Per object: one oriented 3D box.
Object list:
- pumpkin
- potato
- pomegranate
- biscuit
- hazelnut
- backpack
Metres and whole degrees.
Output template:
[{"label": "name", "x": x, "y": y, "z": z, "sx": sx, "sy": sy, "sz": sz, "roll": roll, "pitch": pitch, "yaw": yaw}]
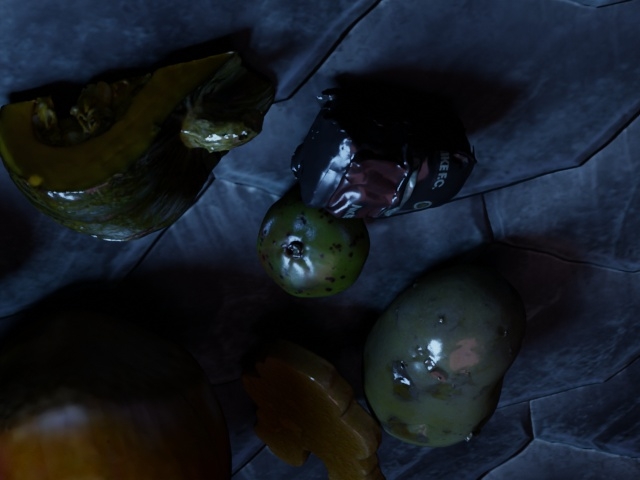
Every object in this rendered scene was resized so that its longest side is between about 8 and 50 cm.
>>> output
[{"label": "pumpkin", "x": -0.156, "y": -0.075, "z": 1.702, "sx": 0.248, "sy": 0.126, "sz": 0.131, "roll": -17, "pitch": 149, "yaw": 5}, {"label": "potato", "x": 0.130, "y": 0.125, "z": 2.087, "sx": 0.165, "sy": 0.165, "sz": 0.262, "roll": -2, "pitch": 139, "yaw": -16}, {"label": "pomegranate", "x": 0.000, "y": 0.000, "z": 1.900, "sx": 0.114, "sy": 0.115, "sz": 0.142, "roll": -29, "pitch": 173, "yaw": 23}, {"label": "biscuit", "x": -0.006, "y": 0.199, "z": 2.160, "sx": 0.186, "sy": 0.044, "sz": 0.295, "roll": 25, "pitch": 154, "yaw": 15}, {"label": "hazelnut", "x": -0.242, "y": 0.255, "z": 1.971, "sx": 0.315, "sy": 0.372, "sz": 0.372, "roll": -23, "pitch": 151, "yaw": -20}, {"label": "backpack", "x": 0.064, "y": -0.076, "z": 1.793, "sx": 0.165, "sy": 0.106, "sz": 0.120, "roll": 3, "pitch": 141, "yaw": -19}]
